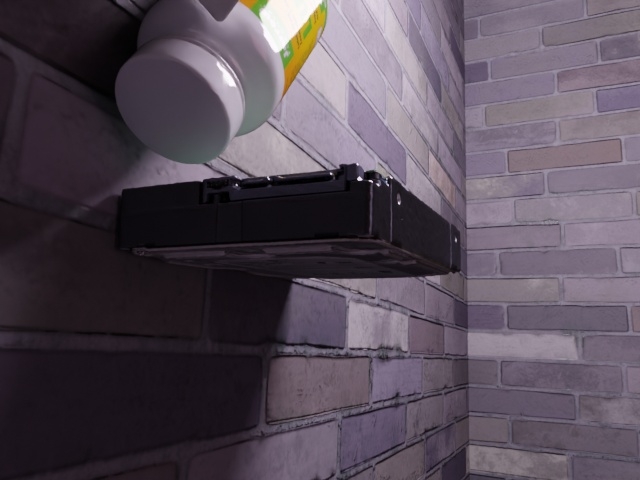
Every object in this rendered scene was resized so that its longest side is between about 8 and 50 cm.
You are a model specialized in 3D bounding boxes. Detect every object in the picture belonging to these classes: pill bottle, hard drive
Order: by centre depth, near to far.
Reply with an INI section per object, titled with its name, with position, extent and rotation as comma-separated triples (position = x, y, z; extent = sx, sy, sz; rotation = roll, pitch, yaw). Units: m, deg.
[pill bottle]
position = -0.086, -0.186, 0.512
extent = 0.246, 0.136, 0.136
rotation = -69, 146, -42
[hard drive]
position = 0.000, 0.000, 0.563
extent = 0.339, 0.236, 0.064
rotation = 19, 70, -65

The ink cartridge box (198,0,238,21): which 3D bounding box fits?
[ink cartridge box]
position = -0.112, -0.264, 0.395
extent = 0.181, 0.104, 0.061
rotation = 49, 19, 15
